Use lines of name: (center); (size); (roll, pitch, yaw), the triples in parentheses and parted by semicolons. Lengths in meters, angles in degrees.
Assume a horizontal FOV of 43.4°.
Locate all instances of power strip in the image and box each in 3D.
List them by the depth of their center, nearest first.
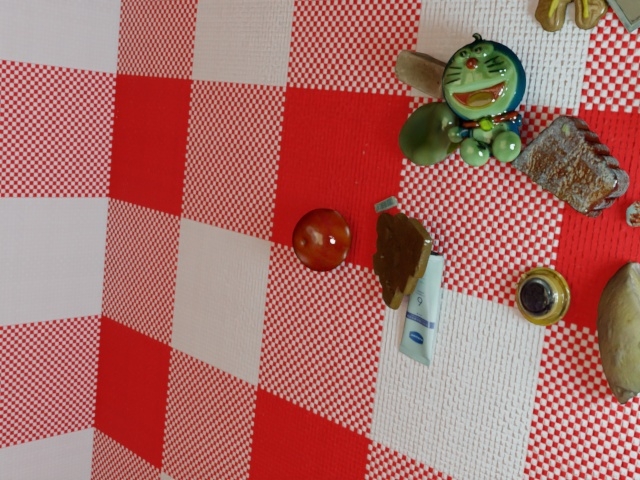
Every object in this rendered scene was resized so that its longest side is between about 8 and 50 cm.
power strip: (0.184, -0.100, 2.283); (0.083, 0.017, 0.027); (-25, 73, 41)

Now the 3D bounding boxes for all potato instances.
potato: (0.644, 0.203, 1.733); (0.211, 0.189, 0.264); (-43, 63, 37)

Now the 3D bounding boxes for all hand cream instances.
hand cream: (0.281, 0.180, 2.192); (0.109, 0.067, 0.320); (23, 116, 40)

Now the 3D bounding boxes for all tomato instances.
tomato: (0.000, 0.000, 2.384); (0.195, 0.136, 0.195); (4, 96, 44)

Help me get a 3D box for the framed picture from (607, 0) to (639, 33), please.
framed picture: (0.678, -0.603, 1.721); (0.197, 0.014, 0.252); (-34, 89, 37)

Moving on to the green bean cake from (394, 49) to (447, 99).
green bean cake: (0.288, -0.429, 2.099); (0.179, 0.109, 0.085); (34, 116, 37)

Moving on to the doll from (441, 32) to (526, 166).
doll: (0.397, -0.341, 1.944); (0.199, 0.186, 0.321); (-3, 94, 24)

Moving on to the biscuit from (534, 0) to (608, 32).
biscuit: (0.584, -0.631, 1.849); (0.186, 0.044, 0.295); (7, 97, 41)

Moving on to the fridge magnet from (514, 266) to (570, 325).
fridge magnet: (0.529, 0.134, 1.929); (0.143, 0.063, 0.143); (-2, 88, 45)

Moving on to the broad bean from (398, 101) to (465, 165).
broad bean: (0.299, -0.281, 2.114); (0.228, 0.100, 0.169); (4, 88, 55)

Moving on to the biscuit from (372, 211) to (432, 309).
biscuit: (0.225, 0.043, 2.172); (0.301, 0.043, 0.278); (156, 114, -65)

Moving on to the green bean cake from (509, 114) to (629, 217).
green bean cake: (0.573, -0.154, 1.847); (0.198, 0.097, 0.232); (-51, 59, 32)

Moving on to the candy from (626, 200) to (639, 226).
candy: (0.779, -0.023, 1.681); (0.292, 0.059, 0.086); (27, 107, 39)
